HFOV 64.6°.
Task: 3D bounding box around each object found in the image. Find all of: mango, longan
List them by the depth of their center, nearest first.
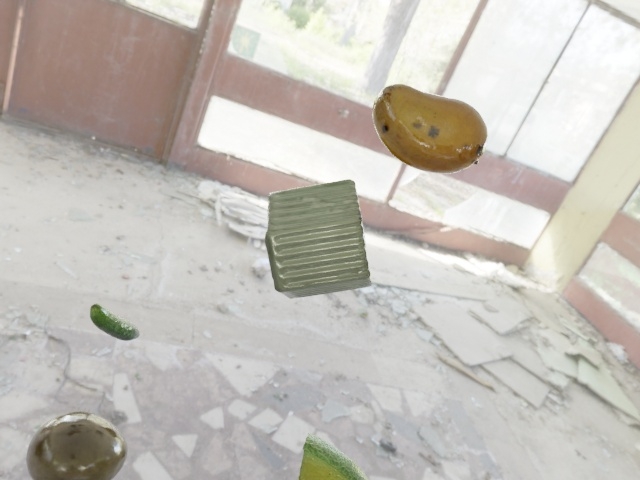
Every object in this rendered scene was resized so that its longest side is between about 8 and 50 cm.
[{"bbox_3d":[-0.287,0.254,0.602,0.113,0.113,0.092,15,40,-21],"label":"longan"},{"bbox_3d":[0.160,-0.162,0.752,0.178,0.115,0.090,14,1,-8],"label":"mango"}]

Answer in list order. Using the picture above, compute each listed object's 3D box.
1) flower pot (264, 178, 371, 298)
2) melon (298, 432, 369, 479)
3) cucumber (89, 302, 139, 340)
[{"bbox_3d":[0.000,0.000,1.046,0.189,0.209,0.239,-8,45,6],"label":"flower pot"},{"bbox_3d":[0.048,0.510,1.016,0.262,0.114,0.053,41,-2,7],"label":"melon"},{"bbox_3d":[-0.527,0.220,1.305,0.056,0.056,0.250,35,-16,24],"label":"cucumber"}]
